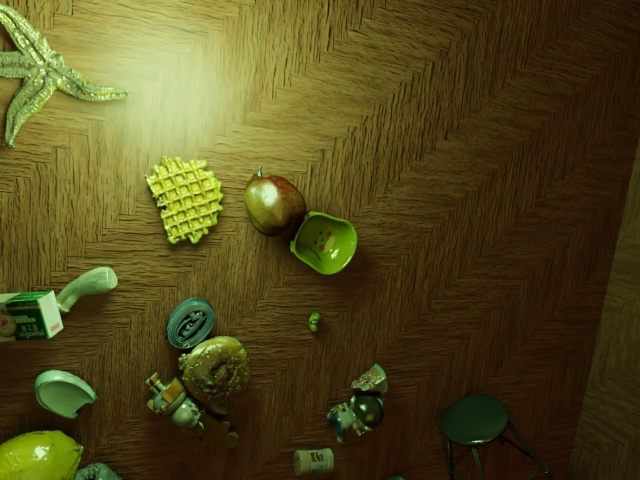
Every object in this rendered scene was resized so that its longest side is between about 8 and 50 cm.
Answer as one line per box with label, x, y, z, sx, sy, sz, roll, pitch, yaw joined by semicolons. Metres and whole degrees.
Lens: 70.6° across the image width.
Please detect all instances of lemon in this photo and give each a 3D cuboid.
lemon;-0.925;0.743;1.450;0.311;0.253;0.253;-16;106;-18

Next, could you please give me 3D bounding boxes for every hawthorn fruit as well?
hawthorn fruit;-0.170;-0.146;1.600;0.208;0.208;0.248;-29;90;-13

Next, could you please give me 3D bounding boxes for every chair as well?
chair;0.773;0.972;2.101;0.365;0.362;0.409;-29;104;-13

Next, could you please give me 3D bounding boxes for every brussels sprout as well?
brussels sprout;-0.023;0.333;1.822;0.051;0.046;0.083;7;99;-15

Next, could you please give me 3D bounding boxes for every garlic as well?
garlic;-0.376;0.625;1.730;0.113;0.094;0.074;14;128;-23

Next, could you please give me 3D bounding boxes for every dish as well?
dish;0.000;0.000;1.731;0.263;0.108;0.221;26;91;-25

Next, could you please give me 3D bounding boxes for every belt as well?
belt;-0.470;0.297;1.625;0.190;0.082;0.141;-47;111;-5

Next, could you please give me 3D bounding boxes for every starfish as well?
starfish;-0.841;-0.483;1.309;0.384;0.132;0.398;-37;124;-3

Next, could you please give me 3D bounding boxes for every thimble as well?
thimble;-0.795;0.909;1.558;0.237;0.205;0.172;-34;111;-12

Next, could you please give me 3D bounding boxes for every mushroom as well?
mushroom;-0.784;0.165;1.483;0.224;0.081;0.092;-29;89;-10

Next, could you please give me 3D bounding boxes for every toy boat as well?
toy boat;-0.868;0.512;1.533;0.134;0.079;0.207;-41;123;-1

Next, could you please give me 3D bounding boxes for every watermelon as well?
watermelon;0.222;0.600;1.945;0.159;0.098;0.121;12;96;-19

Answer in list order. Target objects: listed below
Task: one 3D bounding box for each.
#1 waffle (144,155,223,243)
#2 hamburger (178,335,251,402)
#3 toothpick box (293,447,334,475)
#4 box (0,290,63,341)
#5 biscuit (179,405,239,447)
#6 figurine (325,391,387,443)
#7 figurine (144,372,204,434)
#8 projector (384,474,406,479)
waffle;-0.472;-0.142;1.550;0.284;0.065;0.309;26;87;-25
hamburger;-0.387;0.469;1.665;0.286;0.146;0.243;38;79;-22
toothpick box;-0.030;0.935;1.911;0.149;0.098;0.098;7;98;-23
box;-0.925;0.236;1.406;0.199;0.081;0.135;-5;104;8
biscuit;-0.416;0.727;1.740;0.158;0.035;0.240;-41;115;17
figurine;0.168;0.746;1.930;0.276;0.161;0.158;-17;147;-15
figurine;-0.520;0.590;1.615;0.143;0.143;0.271;-33;82;-12
projector;0.356;1.267;2.044;0.249;0.249;0.248;-24;107;-15
